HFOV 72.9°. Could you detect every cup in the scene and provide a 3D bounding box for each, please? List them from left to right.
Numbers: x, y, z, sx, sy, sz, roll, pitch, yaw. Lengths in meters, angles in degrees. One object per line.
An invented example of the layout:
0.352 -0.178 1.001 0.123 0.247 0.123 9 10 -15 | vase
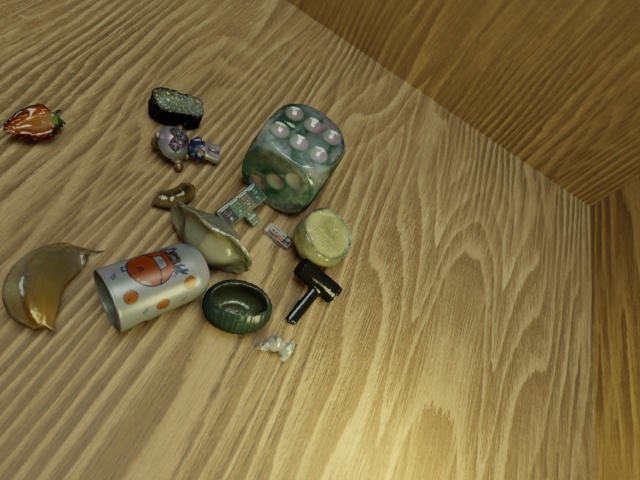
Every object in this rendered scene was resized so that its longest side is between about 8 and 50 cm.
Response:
-0.543 0.140 1.432 0.318 0.212 0.212 -23 73 -37 | cup

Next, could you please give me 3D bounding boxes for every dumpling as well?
-0.395 -0.019 1.566 0.181 0.260 0.340 -25 83 -27 | dumpling

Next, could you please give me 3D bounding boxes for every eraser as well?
-0.178 -0.017 1.817 0.122 0.029 0.052 40 52 0 | eraser

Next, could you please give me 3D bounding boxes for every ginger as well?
-0.566 -0.172 1.695 0.095 0.068 0.190 35 49 25 | ginger

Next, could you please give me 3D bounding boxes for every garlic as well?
-0.856 0.112 1.362 0.196 0.151 0.338 43 38 -32 | garlic

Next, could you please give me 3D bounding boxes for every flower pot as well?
-0.293 0.235 1.529 0.243 0.157 0.189 18 56 -17 | flower pot

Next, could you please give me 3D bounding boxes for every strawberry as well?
-1.045 -0.422 1.597 0.141 0.085 0.192 31 58 -16 | strawberry

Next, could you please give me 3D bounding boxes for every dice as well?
-0.110 -0.345 1.850 0.328 0.348 0.330 34 51 -2 | dice

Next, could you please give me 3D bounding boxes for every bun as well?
0.000 0.000 1.819 0.260 0.152 0.259 17 59 -31 | bun

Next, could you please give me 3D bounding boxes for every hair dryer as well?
-0.052 0.219 1.693 0.197 0.089 0.251 44 63 -16 | hair dryer

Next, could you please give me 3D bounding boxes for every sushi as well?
-0.623 -0.569 1.871 0.225 0.126 0.136 5 59 -26 | sushi

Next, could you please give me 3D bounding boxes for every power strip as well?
-0.310 -0.122 1.782 0.216 0.061 0.145 -42 105 -22 | power strip

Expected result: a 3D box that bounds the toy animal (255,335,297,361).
-0.158 0.381 1.563 0.124 0.071 0.085 34 68 -14 | toy animal

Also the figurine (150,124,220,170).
-0.550 -0.376 1.796 0.274 0.133 0.193 30 63 -24 | figurine
